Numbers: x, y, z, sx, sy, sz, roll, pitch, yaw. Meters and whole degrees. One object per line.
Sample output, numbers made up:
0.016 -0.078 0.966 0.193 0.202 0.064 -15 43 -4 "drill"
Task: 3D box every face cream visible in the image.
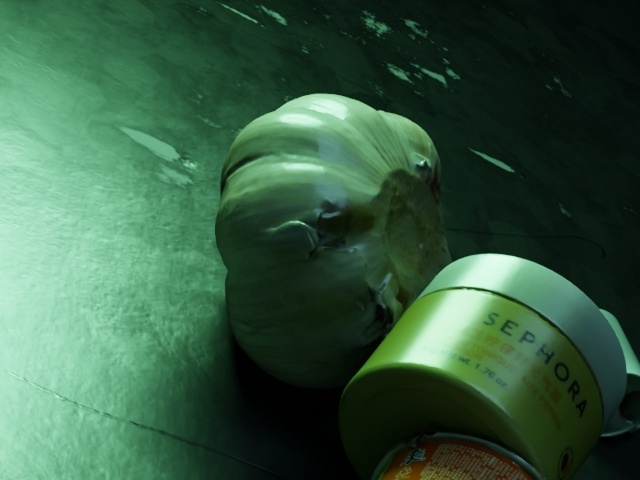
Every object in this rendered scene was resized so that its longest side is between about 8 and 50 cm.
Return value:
0.151 0.151 1.619 0.218 0.218 0.179 37 48 7 "face cream"

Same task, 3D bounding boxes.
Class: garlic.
0.015 -0.004 1.793 0.241 0.322 0.322 11 23 14 "garlic"

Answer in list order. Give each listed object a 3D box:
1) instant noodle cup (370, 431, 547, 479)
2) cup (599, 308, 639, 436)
0.095 0.293 1.483 0.213 0.213 0.174 38 35 10 "instant noodle cup"
0.331 0.170 2.077 0.099 0.136 0.133 -10 37 -6 "cup"
